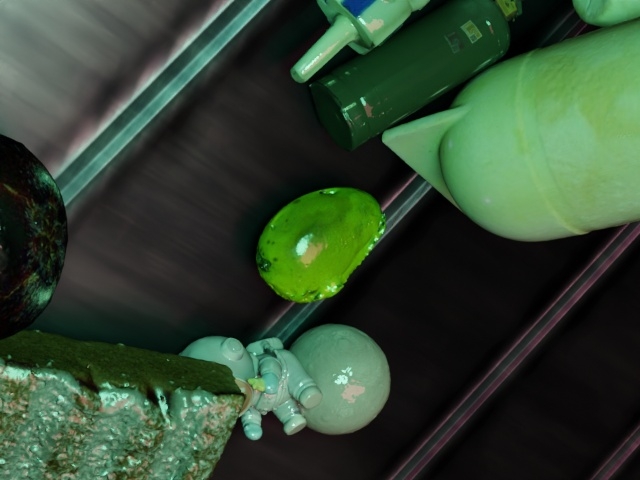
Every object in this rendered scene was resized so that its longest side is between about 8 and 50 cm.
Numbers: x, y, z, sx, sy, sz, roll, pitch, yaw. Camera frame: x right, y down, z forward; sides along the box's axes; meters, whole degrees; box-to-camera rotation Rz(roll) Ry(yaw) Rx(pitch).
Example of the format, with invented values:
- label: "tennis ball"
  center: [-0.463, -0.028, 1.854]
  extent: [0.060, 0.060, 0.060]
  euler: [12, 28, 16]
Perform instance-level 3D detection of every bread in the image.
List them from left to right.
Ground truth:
- label: "bread"
  center: [-0.301, 0.185, 1.462]
  extent: [0.417, 0.113, 0.165]
  euler: [13, 111, -25]

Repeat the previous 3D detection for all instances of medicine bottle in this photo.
- label: "medicine bottle"
  center: [0.300, -0.123, 1.644]
  extent: [0.236, 0.406, 0.235]
  euler: [23, 61, -49]

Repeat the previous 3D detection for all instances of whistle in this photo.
- label: "whistle"
  center: [0.055, -0.271, 1.540]
  extent: [0.244, 0.110, 0.092]
  euler: [-43, 98, -9]

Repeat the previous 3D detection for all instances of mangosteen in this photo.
- label: "mangosteen"
  center: [-0.357, -0.007, 1.324]
  extent: [0.216, 0.216, 0.216]
  euler: [-17, 122, -28]

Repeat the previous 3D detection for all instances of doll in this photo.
- label: "doll"
  center: [-0.054, 0.171, 1.677]
  extent: [0.287, 0.151, 0.151]
  euler: [4, 111, -30]

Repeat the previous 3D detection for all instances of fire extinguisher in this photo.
- label: "fire extinguisher"
  center: [0.132, -0.228, 1.621]
  extent: [0.311, 0.095, 0.114]
  euler: [-31, 98, -18]

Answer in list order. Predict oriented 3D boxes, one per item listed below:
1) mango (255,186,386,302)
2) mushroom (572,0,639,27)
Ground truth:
- label: "mango"
  center: [-0.001, 0.000, 1.640]
  extent: [0.178, 0.100, 0.119]
  euler: [-34, 122, -23]
- label: "mushroom"
  center: [0.517, -0.346, 1.721]
  extent: [0.356, 0.315, 0.315]
  euler: [28, 98, 3]
